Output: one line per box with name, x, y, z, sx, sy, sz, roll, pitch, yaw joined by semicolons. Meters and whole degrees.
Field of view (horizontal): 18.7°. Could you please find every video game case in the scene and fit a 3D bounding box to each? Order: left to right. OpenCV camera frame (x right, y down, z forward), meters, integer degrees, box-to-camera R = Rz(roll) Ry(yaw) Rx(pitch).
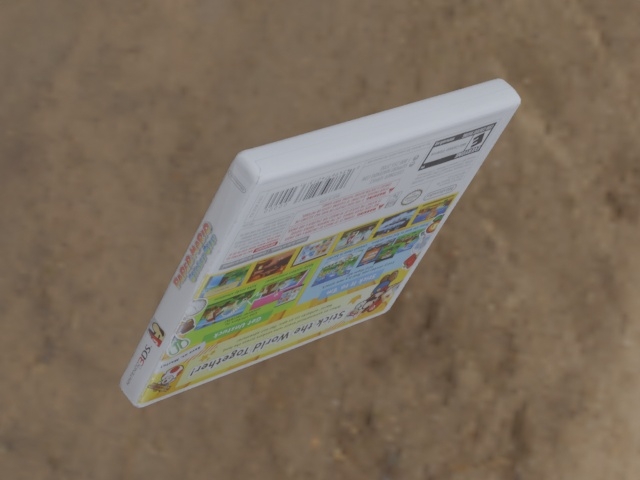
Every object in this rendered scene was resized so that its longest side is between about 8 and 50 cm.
video game case;0.000;0.000;1.184;0.227;0.026;0.206;-19;150;-42
